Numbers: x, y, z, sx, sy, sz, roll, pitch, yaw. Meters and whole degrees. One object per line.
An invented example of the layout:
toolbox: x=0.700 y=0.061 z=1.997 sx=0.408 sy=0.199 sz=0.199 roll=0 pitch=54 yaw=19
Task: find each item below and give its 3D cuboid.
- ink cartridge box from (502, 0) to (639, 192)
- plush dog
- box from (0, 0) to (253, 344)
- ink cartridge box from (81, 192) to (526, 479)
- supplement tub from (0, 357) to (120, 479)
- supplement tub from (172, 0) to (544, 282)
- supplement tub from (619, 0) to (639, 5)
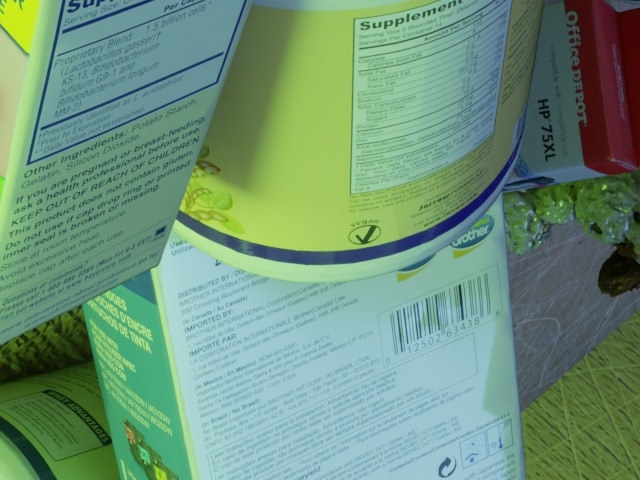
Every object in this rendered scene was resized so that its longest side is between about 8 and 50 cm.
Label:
ink cartridge box: x=0.169 y=-0.112 z=1.269 sx=0.231 sy=0.134 sz=0.078 roll=-10 pitch=173 yaw=25
plush dog: x=0.306 y=-0.066 z=1.655 sx=0.210 sy=0.225 sz=0.262 roll=-34 pitch=159 yaw=-21
box: x=-0.152 y=-0.110 z=0.694 sx=0.117 sy=0.213 sz=0.243 roll=-28 pitch=156 yaw=-37
ink cartridge box: x=-0.012 y=0.050 z=1.085 sx=0.270 sy=0.151 sz=0.395 roll=-22 pitch=120 yaw=-28
supplement tub: x=-0.198 y=0.218 z=1.268 sx=0.325 sy=0.235 sz=0.235 roll=-12 pitch=144 yaw=-55
supplement tub: x=-0.001 y=-0.157 z=0.821 sx=0.241 sy=0.241 sz=0.331 roll=-35 pitch=152 yaw=-21
supplement tub: x=0.246 y=-0.266 z=1.238 sx=0.144 sy=0.144 sz=0.199 roll=-45 pitch=160 yaw=8
